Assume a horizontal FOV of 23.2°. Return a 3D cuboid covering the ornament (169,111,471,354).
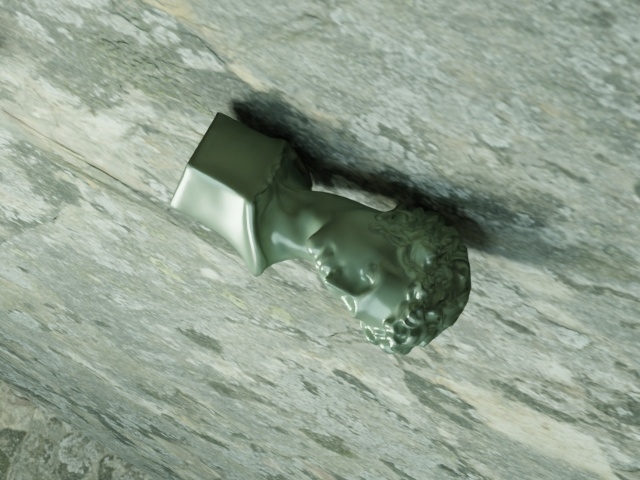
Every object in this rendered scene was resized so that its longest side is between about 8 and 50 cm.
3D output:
[{"bbox_3d":[0.003,-0.008,1.365,0.285,0.130,0.120,33,147,17],"label":"ornament"}]
